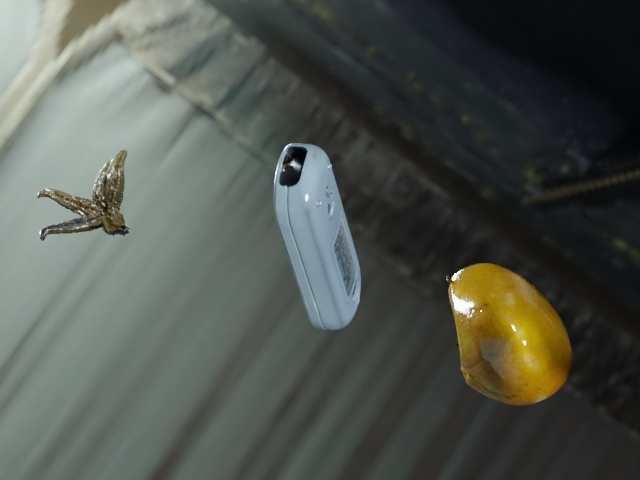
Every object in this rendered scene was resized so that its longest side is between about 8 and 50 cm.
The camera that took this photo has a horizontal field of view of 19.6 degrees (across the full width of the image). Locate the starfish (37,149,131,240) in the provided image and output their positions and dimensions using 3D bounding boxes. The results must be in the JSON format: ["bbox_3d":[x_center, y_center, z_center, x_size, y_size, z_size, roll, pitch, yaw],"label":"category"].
[{"bbox_3d":[-0.227,-0.026,1.906,0.130,0.133,0.041,41,-20,41],"label":"starfish"}]

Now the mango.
[{"bbox_3d":[0.236,0.121,2.290,0.257,0.138,0.187,-124,-169,-80],"label":"mango"}]

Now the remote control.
[{"bbox_3d":[0.000,0.000,1.753,0.047,0.087,0.244,7,-32,17],"label":"remote control"}]
